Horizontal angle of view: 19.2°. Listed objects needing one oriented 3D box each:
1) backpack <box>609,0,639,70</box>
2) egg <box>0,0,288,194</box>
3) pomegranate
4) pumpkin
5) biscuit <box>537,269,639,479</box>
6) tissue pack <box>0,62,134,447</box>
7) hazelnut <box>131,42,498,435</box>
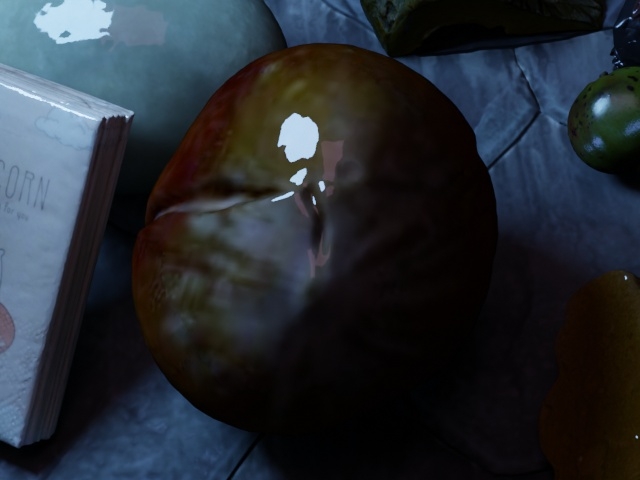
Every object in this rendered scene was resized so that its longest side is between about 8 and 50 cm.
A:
[{"bbox_3d":[0.377,-0.213,1.873,0.165,0.106,0.120,13,56,22],"label":"backpack"},{"bbox_3d":[-0.200,-0.171,1.864,0.352,0.258,0.258,4,57,11],"label":"egg"},{"bbox_3d":[0.304,-0.099,1.818,0.114,0.114,0.142,-30,84,-10],"label":"pomegranate"},{"bbox_3d":[0.160,-0.278,1.948,0.248,0.126,0.131,-11,57,2],"label":"pumpkin"},{"bbox_3d":[0.260,0.161,1.623,0.186,0.044,0.295,-29,47,42],"label":"biscuit"},{"bbox_3d":[-0.291,0.011,1.751,0.170,0.071,0.325,23,106,24],"label":"tissue pack"},{"bbox_3d":[0.000,0.000,1.655,0.315,0.372,0.372,14,58,-3],"label":"hazelnut"}]
